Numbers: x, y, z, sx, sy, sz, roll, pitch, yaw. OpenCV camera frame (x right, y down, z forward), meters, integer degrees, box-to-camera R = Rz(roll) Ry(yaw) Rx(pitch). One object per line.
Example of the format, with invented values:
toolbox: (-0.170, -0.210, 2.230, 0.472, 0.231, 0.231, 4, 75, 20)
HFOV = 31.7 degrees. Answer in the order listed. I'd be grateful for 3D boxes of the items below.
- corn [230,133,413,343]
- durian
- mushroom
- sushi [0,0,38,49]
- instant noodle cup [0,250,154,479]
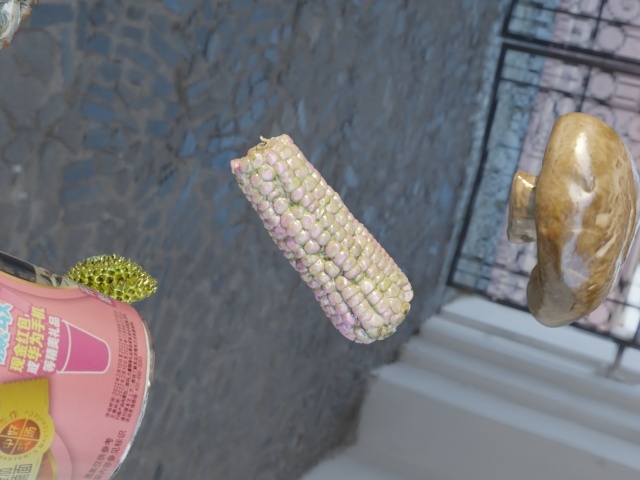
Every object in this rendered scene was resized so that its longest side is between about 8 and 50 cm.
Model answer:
corn: (0.000, 0.001, 1.548, 0.335, 0.127, 0.126, 51, 49, -18)
durian: (-0.406, 0.077, 2.027, 0.137, 0.221, 0.095, -165, -120, -75)
mushroom: (0.285, 0.004, 1.296, 0.151, 0.156, 0.285, -68, 161, -44)
sushi: (-0.522, -0.313, 1.487, 0.332, 0.124, 0.130, -16, 136, -62)
instant noodle cup: (-0.277, 0.095, 0.877, 0.255, 0.244, 0.244, 20, 86, -32)
